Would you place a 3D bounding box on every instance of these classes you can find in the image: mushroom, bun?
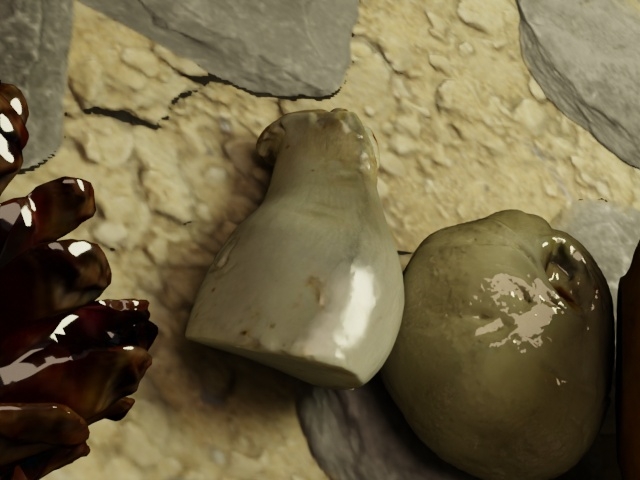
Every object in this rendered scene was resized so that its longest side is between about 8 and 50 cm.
[{"bbox_3d":[0.000,0.000,0.917,0.116,0.093,0.225,18,49,1],"label":"mushroom"},{"bbox_3d":[0.119,0.053,0.952,0.166,0.113,0.173,20,47,-28],"label":"bun"}]

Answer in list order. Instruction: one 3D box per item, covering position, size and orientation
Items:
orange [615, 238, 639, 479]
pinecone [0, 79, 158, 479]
[{"bbox_3d":[0.275,0.076,0.954,0.262,0.196,0.335,-49,137,-55],"label":"orange"},{"bbox_3d":[-0.196,0.051,0.597,0.298,0.242,0.296,11,53,-25],"label":"pinecone"}]
